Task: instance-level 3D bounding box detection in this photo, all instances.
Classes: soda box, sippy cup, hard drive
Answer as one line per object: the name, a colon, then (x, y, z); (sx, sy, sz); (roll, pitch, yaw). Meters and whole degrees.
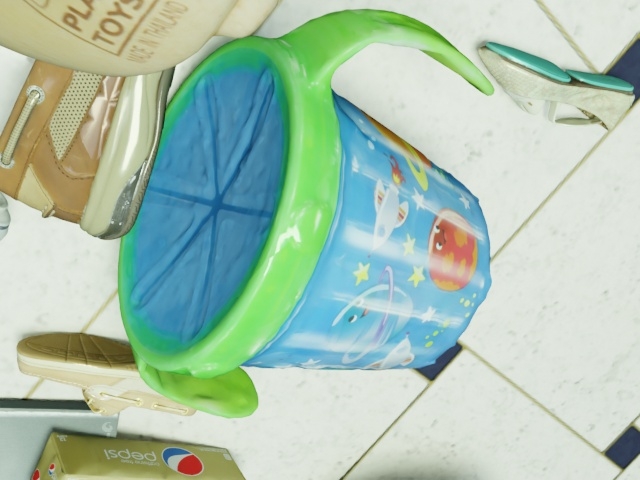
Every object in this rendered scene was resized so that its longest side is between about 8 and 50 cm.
soda box: (-0.159, 0.220, 0.669); (0.181, 0.058, 0.061); (18, 104, -38)
sippy cup: (0.000, 0.000, 0.564); (0.224, 0.305, 0.240); (19, 62, -36)
hard drive: (-0.252, 0.185, 0.663); (0.135, 0.022, 0.094); (6, 111, -21)

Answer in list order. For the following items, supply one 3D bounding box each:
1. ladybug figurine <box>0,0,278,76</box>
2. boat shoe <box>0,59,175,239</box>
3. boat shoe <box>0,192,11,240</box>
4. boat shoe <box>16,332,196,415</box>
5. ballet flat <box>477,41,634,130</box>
ladybug figurine: (-0.182, -0.263, 0.314); (0.449, 0.305, 0.162); (44, 55, -16)
boat shoe: (-0.140, -0.161, 0.487); (0.119, 0.122, 0.324); (16, 101, -16)
boat shoe: (-0.283, -0.090, 0.493); (0.075, 0.083, 0.226); (-40, 119, 3)
boat shoe: (-0.174, 0.121, 0.637); (0.170, 0.063, 0.059); (14, 102, -24)
ballet flat: (0.206, -0.129, 0.659); (0.168, 0.057, 0.052); (9, 120, -22)
